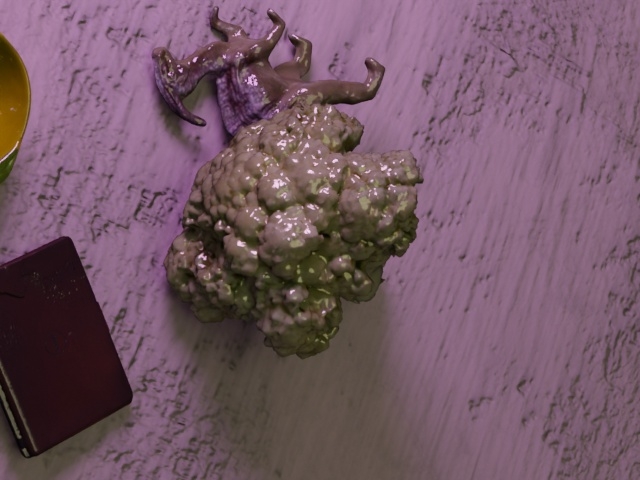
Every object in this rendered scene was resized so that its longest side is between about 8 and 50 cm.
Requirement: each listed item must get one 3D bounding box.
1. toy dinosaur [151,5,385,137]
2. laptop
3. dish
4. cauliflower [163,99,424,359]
[{"bbox_3d":[-0.058,-0.179,1.948,0.294,0.077,0.162,24,82,-13],"label":"toy dinosaur"},{"bbox_3d":[-0.300,0.115,1.818,0.154,0.026,0.207,-29,104,-38],"label":"laptop"},{"bbox_3d":[-0.387,-0.142,1.748,0.149,0.080,0.207,2,92,-40],"label":"dish"},{"bbox_3d":[-0.012,0.005,1.857,0.281,0.327,0.260,45,38,-29],"label":"cauliflower"}]
